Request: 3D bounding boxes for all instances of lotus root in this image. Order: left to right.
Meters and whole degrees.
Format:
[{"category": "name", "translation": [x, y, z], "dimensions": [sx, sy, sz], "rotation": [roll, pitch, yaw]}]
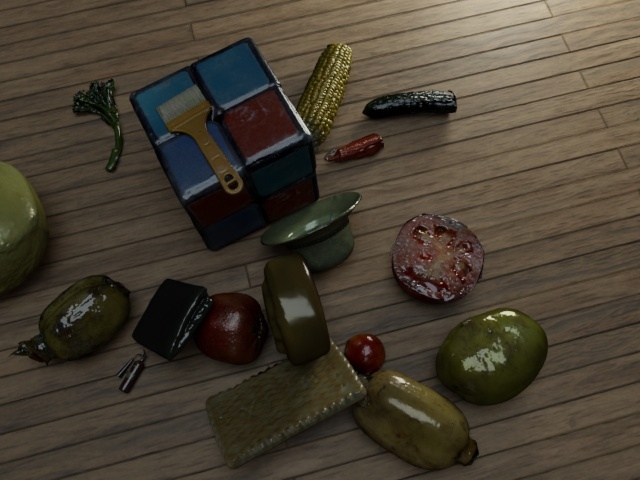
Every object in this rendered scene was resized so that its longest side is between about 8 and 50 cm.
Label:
[{"category": "lotus root", "translation": [-0.548, 0.190, 1.435], "dimensions": [0.278, 0.154, 0.154], "rotation": [-40, 73, -15]}, {"category": "lotus root", "translation": [0.196, 0.382, 1.345], "dimensions": [0.284, 0.160, 0.146], "rotation": [28, 33, 7]}]

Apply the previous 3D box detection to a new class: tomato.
[{"category": "tomato", "translation": [0.269, 0.049, 1.510], "dimensions": [0.224, 0.085, 0.225], "rotation": [0, 65, 0]}]

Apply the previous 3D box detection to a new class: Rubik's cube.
[{"category": "Rubik's cube", "translation": [-0.209, -0.212, 1.490], "dimensions": [0.318, 0.313, 0.316], "rotation": [-28, 70, -7]}]

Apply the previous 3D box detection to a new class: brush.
[{"category": "brush", "translation": [-0.235, -0.200, 1.316], "dimensions": [0.103, 0.013, 0.272], "rotation": [-32, 71, -6]}]

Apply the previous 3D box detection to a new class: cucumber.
[{"category": "cucumber", "translation": [0.230, -0.358, 1.684], "dimensions": [0.245, 0.067, 0.067], "rotation": [-2, 68, 1]}]

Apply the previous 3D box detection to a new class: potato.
[{"category": "potato", "translation": [0.368, 0.250, 1.394], "dimensions": [0.197, 0.148, 0.228], "rotation": [39, 75, 1]}]

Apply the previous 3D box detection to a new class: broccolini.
[{"category": "broccolini", "translation": [-0.584, -0.298, 1.680], "dimensions": [0.123, 0.062, 0.272], "rotation": [-15, 71, 5]}]

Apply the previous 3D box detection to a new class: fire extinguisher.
[{"category": "fire extinguisher", "translation": [-0.428, 0.292, 1.456], "dimensions": [0.046, 0.032, 0.100], "rotation": [10, 64, 42]}]

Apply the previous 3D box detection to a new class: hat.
[{"category": "hat", "translation": [0.000, 0.000, 1.494], "dimensions": [0.257, 0.257, 0.130], "rotation": [-27, 106, -10]}]

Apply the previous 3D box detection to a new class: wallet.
[{"category": "wallet", "translation": [-0.331, 0.167, 1.418], "dimensions": [0.052, 0.245, 0.169], "rotation": [38, 73, -30]}]

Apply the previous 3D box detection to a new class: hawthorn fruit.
[{"category": "hawthorn fruit", "translation": [-0.216, 0.191, 1.431], "dimensions": [0.193, 0.157, 0.157], "rotation": [9, 68, 20]}]

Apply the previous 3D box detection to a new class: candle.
[{"category": "candle", "translation": [0.085, -0.230, 1.643], "dimensions": [0.162, 0.048, 0.053], "rotation": [-21, 87, -7]}]

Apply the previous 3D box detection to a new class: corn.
[{"category": "corn", "translation": [0.005, -0.373, 1.670], "dimensions": [0.115, 0.115, 0.318], "rotation": [17, 67, 8]}]

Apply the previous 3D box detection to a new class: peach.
[{"category": "peach", "translation": [0.101, 0.252, 1.442], "dimensions": [0.098, 0.061, 0.098], "rotation": [2, 64, -5]}]

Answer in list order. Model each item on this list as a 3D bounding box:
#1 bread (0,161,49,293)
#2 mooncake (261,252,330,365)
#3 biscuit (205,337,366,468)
[{"category": "bread", "translation": [-0.791, -0.027, 1.482], "dimensions": [0.320, 0.237, 0.321], "rotation": [6, 60, -11]}, {"category": "mooncake", "translation": [-0.061, 0.144, 1.383], "dimensions": [0.116, 0.235, 0.235], "rotation": [-17, 69, -5]}, {"category": "biscuit", "translation": [-0.078, 0.340, 1.371], "dimensions": [0.324, 0.044, 0.217], "rotation": [-27, 35, -10]}]
